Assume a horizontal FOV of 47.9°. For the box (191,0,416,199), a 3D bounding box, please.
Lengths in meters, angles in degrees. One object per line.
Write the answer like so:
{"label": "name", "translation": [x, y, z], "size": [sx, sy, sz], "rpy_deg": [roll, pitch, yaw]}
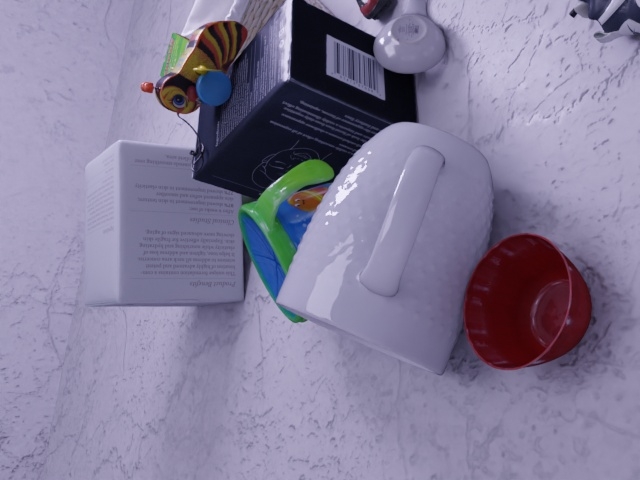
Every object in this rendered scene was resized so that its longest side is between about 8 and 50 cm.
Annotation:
{"label": "box", "translation": [-0.042, -0.252, 1.481], "size": [0.395, 0.294, 0.212], "rpy_deg": [-34, 47, 47]}

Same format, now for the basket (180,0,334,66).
{"label": "basket", "translation": [-0.183, -0.544, 1.890], "size": [0.331, 0.266, 0.328], "rpy_deg": [-59, 33, 22]}

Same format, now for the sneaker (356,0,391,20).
{"label": "sneaker", "translation": [0.091, -0.612, 1.602], "size": [0.098, 0.135, 0.276], "rpy_deg": [-30, 52, 47]}

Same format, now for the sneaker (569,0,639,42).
{"label": "sneaker", "translation": [0.408, -0.376, 0.993], "size": [0.153, 0.094, 0.234], "rpy_deg": [-21, 67, 44]}

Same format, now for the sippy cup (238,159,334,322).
{"label": "sippy cup", "translation": [0.000, 0.000, 1.318], "size": [0.240, 0.224, 0.305], "rpy_deg": [63, 164, 6]}

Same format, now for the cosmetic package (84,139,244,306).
{"label": "cosmetic package", "translation": [-0.416, -0.027, 1.883], "size": [0.327, 0.329, 0.393], "rpy_deg": [-11, 78, 57]}

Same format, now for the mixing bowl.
{"label": "mixing bowl", "translation": [0.288, 0.088, 0.956], "size": [0.181, 0.098, 0.181], "rpy_deg": [-32, 50, 48]}

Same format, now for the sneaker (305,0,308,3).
{"label": "sneaker", "translation": [-0.025, -0.453, 1.721], "size": [0.091, 0.126, 0.240], "rpy_deg": [-83, 2, -72]}

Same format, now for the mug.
{"label": "mug", "translation": [0.117, -0.007, 1.060], "size": [0.374, 0.276, 0.328], "rpy_deg": [69, -136, -79]}

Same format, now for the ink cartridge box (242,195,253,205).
{"label": "ink cartridge box", "translation": [-0.188, -0.193, 1.934], "size": [0.235, 0.056, 0.171], "rpy_deg": [-40, 43, 46]}

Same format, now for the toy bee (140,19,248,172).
{"label": "toy bee", "translation": [-0.258, -0.310, 1.417], "size": [0.195, 0.162, 0.298], "rpy_deg": [-13, 64, 55]}

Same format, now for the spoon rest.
{"label": "spoon rest", "translation": [0.181, -0.431, 1.400], "size": [0.084, 0.137, 0.276], "rpy_deg": [74, -156, -63]}

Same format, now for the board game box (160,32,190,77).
{"label": "board game box", "translation": [-0.361, -0.459, 1.852], "size": [0.259, 0.039, 0.124], "rpy_deg": [42, 115, 57]}
